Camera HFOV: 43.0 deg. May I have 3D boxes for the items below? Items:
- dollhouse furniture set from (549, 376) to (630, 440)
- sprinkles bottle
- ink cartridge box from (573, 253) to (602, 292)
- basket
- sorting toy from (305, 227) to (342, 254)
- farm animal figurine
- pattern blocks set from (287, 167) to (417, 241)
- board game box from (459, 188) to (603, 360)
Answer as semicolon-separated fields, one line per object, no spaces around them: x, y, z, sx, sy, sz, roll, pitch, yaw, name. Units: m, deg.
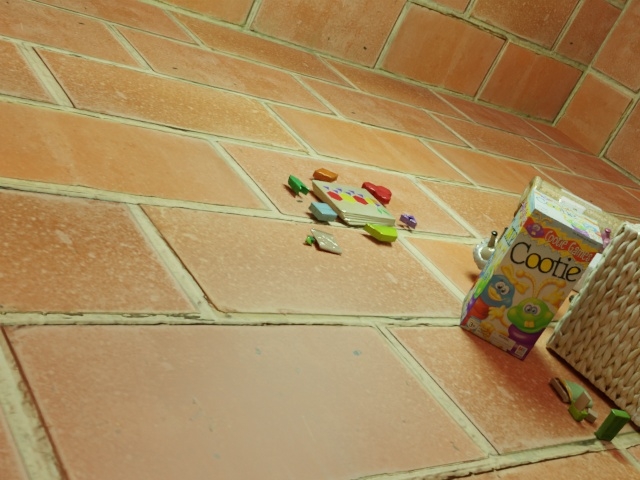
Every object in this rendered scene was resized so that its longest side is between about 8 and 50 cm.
0.485;0.285;1.464;0.076;0.058;0.151;17;25;-25;dollhouse furniture set
0.784;-0.066;2.472;0.356;0.121;0.121;27;22;1;sprinkles bottle
0.789;0.092;2.181;0.385;0.091;0.308;25;23;-3;ink cartridge box
0.691;0.155;1.626;0.328;0.331;0.266;2;31;-46;basket
0.000;0.000;1.600;0.083;0.012;0.062;17;29;-32;sorting toy
0.540;0.076;1.852;0.330;0.172;0.327;34;39;24;farm animal figurine
0.078;-0.080;1.841;0.325;0.026;0.285;12;27;-33;pattern blocks set
0.400;0.064;1.563;0.144;0.275;0.142;28;22;3;board game box
